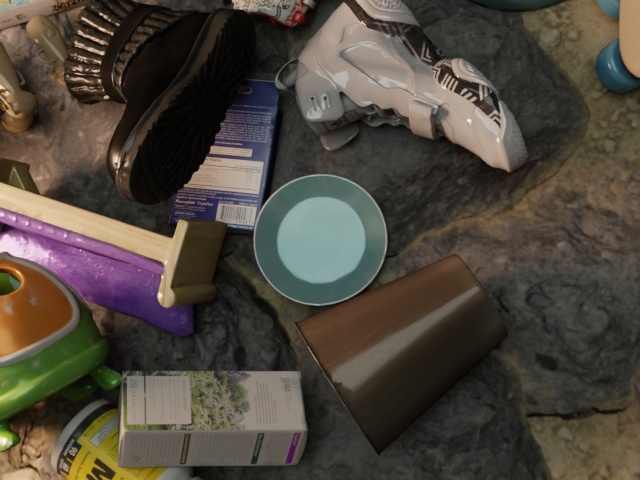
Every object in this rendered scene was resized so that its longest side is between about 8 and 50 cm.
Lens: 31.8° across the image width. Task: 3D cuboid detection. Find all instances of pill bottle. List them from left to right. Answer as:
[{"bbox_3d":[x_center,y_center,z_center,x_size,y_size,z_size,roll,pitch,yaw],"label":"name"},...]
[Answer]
[{"bbox_3d":[-0.245,0.315,1.499,0.208,0.119,0.119,32,85,17],"label":"pill bottle"}]

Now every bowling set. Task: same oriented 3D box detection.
[{"bbox_3d":[-0.493,-0.203,1.675,0.287,0.200,0.154,-25,73,-39],"label":"bowling set"}]

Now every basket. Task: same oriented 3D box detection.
[{"bbox_3d":[0.114,0.129,1.458,0.226,0.154,0.204,-34,74,-1],"label":"basket"}]

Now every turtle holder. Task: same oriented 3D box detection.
[{"bbox_3d":[-0.423,0.145,1.516,0.243,0.320,0.227,-30,93,-12],"label":"turtle holder"}]

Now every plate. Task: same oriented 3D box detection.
[{"bbox_3d":[0.000,0.000,1.567,0.188,0.024,0.188,-1,78,4],"label":"plate"}]

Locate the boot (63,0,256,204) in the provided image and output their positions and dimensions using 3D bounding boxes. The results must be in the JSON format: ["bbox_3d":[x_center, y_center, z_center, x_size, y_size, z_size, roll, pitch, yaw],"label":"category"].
[{"bbox_3d":[-0.267,-0.203,1.572,0.260,0.131,0.348,10,52,24],"label":"boot"}]

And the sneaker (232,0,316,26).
[{"bbox_3d":[-0.002,-0.387,1.642,0.270,0.090,0.145,-2,102,-7],"label":"sneaker"}]

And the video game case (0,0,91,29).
[{"bbox_3d":[-0.446,-0.484,1.765,0.244,0.061,0.270,-15,74,9],"label":"video game case"}]

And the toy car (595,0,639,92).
[{"bbox_3d":[0.519,-0.299,1.475,0.237,0.219,0.210,6,77,-16],"label":"toy car"}]

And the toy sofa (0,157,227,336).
[{"bbox_3d":[-0.328,0.011,1.556,0.362,0.150,0.177,17,93,15],"label":"toy sofa"}]

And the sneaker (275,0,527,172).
[{"bbox_3d":[0.104,-0.180,1.541,0.210,0.137,0.366,-42,67,0],"label":"sneaker"}]

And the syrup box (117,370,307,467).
[{"bbox_3d":[-0.141,0.231,1.455,0.236,0.096,0.093,2,49,-13],"label":"syrup box"}]

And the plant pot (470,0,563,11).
[{"bbox_3d":[0.273,-0.489,1.545,0.290,0.195,0.290,-3,76,12],"label":"plant pot"}]

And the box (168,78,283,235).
[{"bbox_3d":[-0.133,-0.123,1.624,0.136,0.036,0.225,6,80,13],"label":"box"}]
